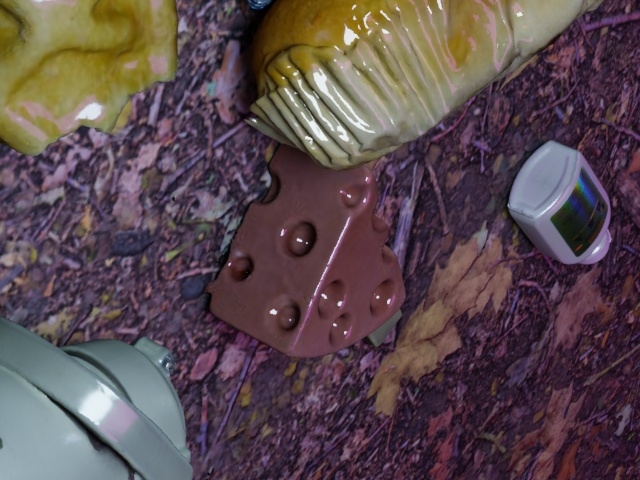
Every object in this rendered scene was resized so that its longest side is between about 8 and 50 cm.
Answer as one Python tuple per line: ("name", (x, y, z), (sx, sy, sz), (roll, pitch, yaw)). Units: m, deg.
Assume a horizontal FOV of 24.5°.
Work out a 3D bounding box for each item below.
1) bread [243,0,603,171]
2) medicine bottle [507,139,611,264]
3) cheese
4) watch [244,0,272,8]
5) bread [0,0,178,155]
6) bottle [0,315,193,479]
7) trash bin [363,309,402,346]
("bread", (0.106, -0.225, 1.393), (0.388, 0.236, 0.183), (-41, 104, -33))
("medicine bottle", (0.323, -0.036, 1.937), (0.115, 0.078, 0.219), (-59, 145, -8))
("cheese", (0.004, 0.021, 1.525), (0.177, 0.128, 0.203), (27, 86, -58))
("watch", (0.058, -0.339, 1.268), (0.274, 0.068, 0.276), (-35, 175, -27))
("bread", (-0.194, -0.230, 1.021), (0.196, 0.238, 0.252), (-8, 133, -10))
("bottle", (-0.246, 0.180, 1.221), (0.352, 0.229, 0.229), (-18, 126, -47))
("trash bin", (0.057, 0.076, 1.695), (0.061, 0.043, 0.092), (-53, 146, -14))
